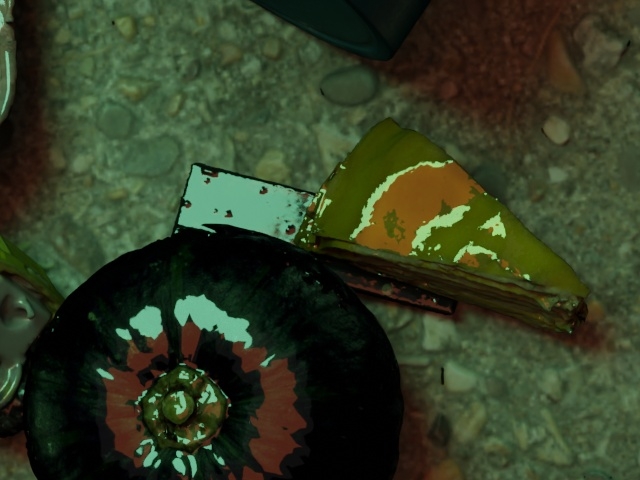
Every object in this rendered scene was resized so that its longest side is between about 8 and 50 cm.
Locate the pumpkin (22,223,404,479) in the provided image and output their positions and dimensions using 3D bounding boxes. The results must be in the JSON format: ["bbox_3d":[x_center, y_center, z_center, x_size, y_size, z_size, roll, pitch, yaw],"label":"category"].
[{"bbox_3d":[-0.066,0.106,0.887,0.233,0.163,0.233,0,86,7],"label":"pumpkin"}]

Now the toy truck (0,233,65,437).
[{"bbox_3d":[-0.293,0.102,0.929,0.286,0.136,0.111,-35,48,7],"label":"toy truck"}]

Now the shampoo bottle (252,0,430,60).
[{"bbox_3d":[-0.002,-0.331,0.810,0.331,0.331,0.342,34,91,5],"label":"shampoo bottle"}]

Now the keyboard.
[{"bbox_3d":[0.000,0.000,0.958,0.196,0.018,0.060,15,82,5],"label":"keyboard"}]

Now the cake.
[{"bbox_3d":[0.069,0.010,0.906,0.116,0.080,0.185,-38,84,-9],"label":"cake"}]

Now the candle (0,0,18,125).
[{"bbox_3d":[-0.323,-0.173,0.925,0.317,0.131,0.287,37,75,-8],"label":"candle"}]
